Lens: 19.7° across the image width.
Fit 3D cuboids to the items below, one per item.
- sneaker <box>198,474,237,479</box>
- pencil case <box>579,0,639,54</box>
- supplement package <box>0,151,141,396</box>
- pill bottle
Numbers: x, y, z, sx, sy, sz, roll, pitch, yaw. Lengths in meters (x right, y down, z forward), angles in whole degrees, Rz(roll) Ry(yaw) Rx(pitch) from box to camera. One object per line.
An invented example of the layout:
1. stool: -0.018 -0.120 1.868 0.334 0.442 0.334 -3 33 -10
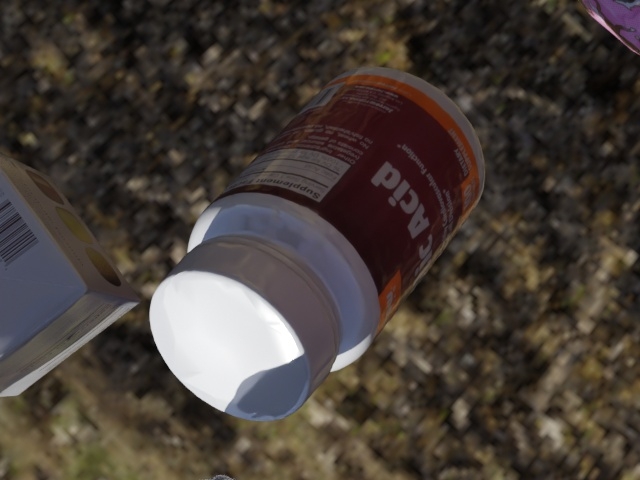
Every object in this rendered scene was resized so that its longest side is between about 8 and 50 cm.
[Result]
1. sneaker: -0.098 0.269 1.801 0.258 0.091 0.094 -16 126 38
2. pencil case: 0.349 -0.146 1.485 0.386 0.160 0.167 47 133 13
3. supplement package: -0.244 0.028 1.403 0.139 0.134 0.244 53 -179 5
4. pill bottle: 0.000 0.000 1.961 0.224 0.392 0.224 19 133 21
